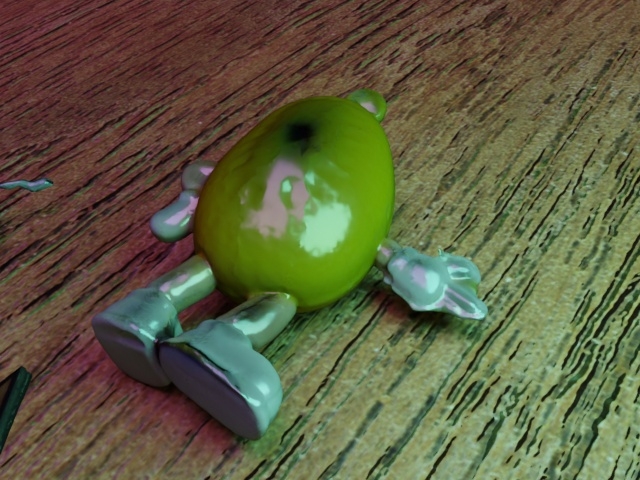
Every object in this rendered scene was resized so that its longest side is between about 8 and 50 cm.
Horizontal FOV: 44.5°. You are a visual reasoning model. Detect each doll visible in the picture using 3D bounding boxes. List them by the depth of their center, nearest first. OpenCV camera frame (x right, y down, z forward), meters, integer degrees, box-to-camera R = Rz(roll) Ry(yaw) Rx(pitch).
[{"bbox_3d":[-0.035,0.011,0.825,0.423,0.161,0.348,-25,57,-19],"label":"doll"}]

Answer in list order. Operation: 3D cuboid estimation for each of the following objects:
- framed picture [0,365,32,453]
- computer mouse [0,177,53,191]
[{"bbox_3d":[-0.335,0.252,0.512,0.339,0.014,0.255,-36,26,17],"label":"framed picture"},{"bbox_3d":[-0.518,-0.010,0.963,0.379,0.090,0.167,-15,41,-19],"label":"computer mouse"}]
